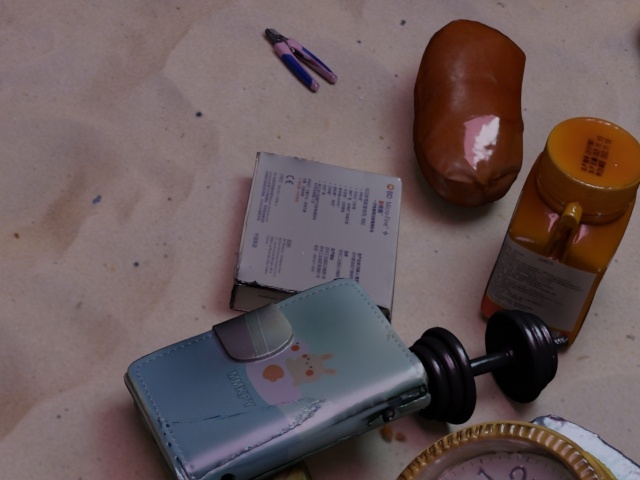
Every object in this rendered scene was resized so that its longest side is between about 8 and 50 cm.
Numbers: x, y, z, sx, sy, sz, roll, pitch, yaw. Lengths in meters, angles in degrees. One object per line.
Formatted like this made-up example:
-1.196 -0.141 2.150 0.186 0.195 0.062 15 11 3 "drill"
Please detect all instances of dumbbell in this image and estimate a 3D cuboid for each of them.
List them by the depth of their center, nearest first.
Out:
0.157 0.124 1.604 0.208 0.099 0.099 -14 53 -24 "dumbbell"

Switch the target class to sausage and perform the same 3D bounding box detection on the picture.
0.167 -0.145 1.833 0.133 0.133 0.258 10 51 -4 "sausage"

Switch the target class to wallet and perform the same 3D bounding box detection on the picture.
-0.043 0.139 1.521 0.250 0.075 0.176 -21 42 -14 "wallet"

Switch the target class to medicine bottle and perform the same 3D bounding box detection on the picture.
0.253 -0.015 1.665 0.112 0.222 0.149 22 48 8 "medicine bottle"
0.000 0.000 1.713 0.171 0.052 0.201 10 47 -3 "medicine bottle"

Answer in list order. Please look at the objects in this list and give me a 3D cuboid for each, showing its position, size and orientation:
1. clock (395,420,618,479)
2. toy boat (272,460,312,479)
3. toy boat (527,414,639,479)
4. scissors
0.189 0.307 1.365 0.244 0.200 0.317 -43 55 -3 "clock"
-0.044 0.256 1.470 0.066 0.065 0.172 -5 35 32 "toy boat"
0.270 0.276 1.509 0.127 0.078 0.283 -25 59 -26 "toy boat"
-0.027 -0.219 1.929 0.039 0.012 0.113 -26 59 -31 "scissors"
